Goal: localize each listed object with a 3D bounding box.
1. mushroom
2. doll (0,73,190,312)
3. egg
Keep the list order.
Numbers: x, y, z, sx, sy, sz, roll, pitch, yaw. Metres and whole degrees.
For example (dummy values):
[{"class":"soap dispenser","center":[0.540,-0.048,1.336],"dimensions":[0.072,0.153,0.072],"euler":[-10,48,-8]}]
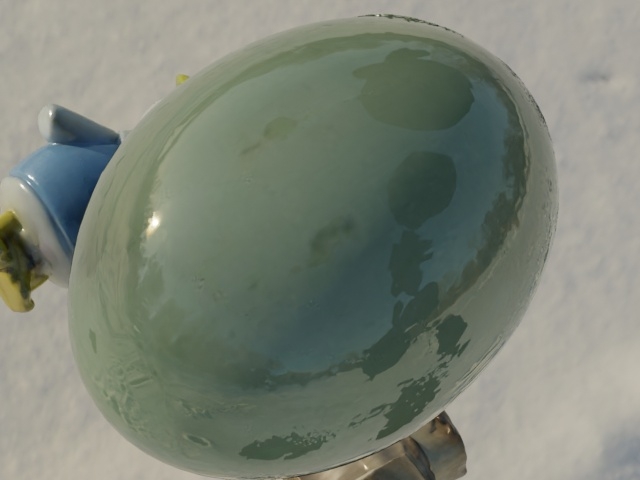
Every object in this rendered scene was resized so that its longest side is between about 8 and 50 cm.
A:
[{"class":"mushroom","center":[0.045,0.244,1.585],"dimensions":[0.195,0.254,0.189],"euler":[-31,106,-13]},{"class":"doll","center":[-0.137,-0.044,1.353],"dimensions":[0.241,0.099,0.135],"euler":[-32,82,-13]},{"class":"egg","center":[0.000,0.000,0.921],"dimensions":[0.203,0.203,0.283],"euler":[40,55,15]}]
